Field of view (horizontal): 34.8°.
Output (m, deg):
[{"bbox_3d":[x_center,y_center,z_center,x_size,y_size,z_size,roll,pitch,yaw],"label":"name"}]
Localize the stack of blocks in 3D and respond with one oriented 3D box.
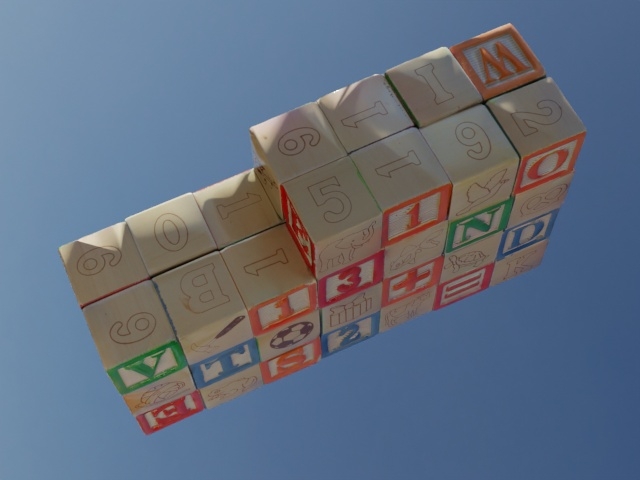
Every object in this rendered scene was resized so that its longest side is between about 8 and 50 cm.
[{"bbox_3d":[0.000,0.000,0.633,0.171,0.297,0.087,86,-21,-62],"label":"stack of blocks"}]
